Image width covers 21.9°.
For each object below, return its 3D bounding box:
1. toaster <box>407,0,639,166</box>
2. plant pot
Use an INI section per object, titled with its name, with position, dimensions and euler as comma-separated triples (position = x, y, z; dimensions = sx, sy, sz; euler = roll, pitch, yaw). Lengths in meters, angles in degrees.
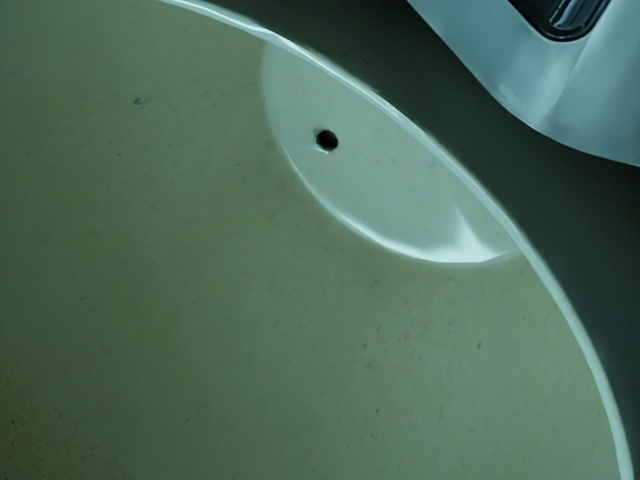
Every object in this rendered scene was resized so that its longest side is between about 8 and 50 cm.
[toaster]
position = 0.126, -0.103, 0.412
dimensions = 0.186, 0.110, 0.168
euler = 11, 124, -33
[plant pot]
position = 0.000, 0.000, 0.564
dimensions = 0.284, 0.191, 0.284
euler = 17, 130, 21
